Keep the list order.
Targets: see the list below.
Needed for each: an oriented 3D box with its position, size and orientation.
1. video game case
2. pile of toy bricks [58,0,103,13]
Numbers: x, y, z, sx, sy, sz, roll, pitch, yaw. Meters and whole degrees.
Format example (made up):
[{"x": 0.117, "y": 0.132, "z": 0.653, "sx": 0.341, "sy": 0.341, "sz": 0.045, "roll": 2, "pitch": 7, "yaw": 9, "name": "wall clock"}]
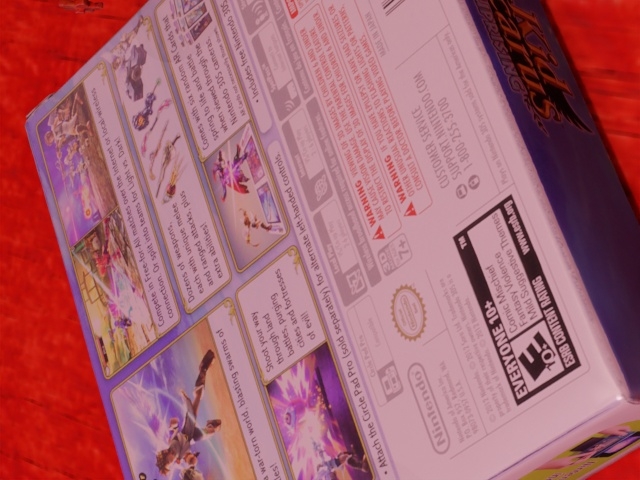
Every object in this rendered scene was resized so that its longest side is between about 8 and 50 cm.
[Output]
[{"x": 0.000, "y": 0.000, "z": 0.714, "sx": 0.244, "sy": 0.061, "sz": 0.269, "roll": -38, "pitch": 60, "yaw": 35, "name": "video game case"}, {"x": -0.100, "y": -0.155, "z": 0.802, "sx": 0.212, "sy": 0.118, "sz": 0.105, "roll": 1, "pitch": 88, "yaw": 33, "name": "pile of toy bricks"}]
